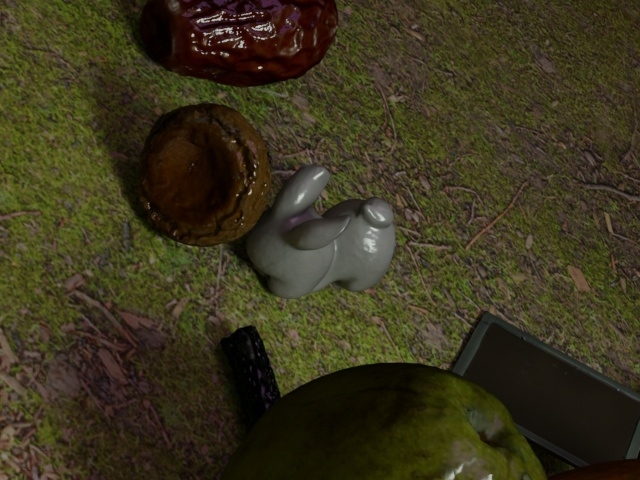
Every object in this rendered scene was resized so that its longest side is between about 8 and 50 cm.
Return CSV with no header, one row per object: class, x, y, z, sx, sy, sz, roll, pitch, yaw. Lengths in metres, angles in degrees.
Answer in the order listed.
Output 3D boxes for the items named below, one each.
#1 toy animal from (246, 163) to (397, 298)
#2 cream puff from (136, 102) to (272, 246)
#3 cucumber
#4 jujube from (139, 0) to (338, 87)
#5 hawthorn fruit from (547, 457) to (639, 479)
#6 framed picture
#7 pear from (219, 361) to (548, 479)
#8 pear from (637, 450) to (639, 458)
toy animal,0.007,-0.005,1.971,0.193,0.178,0.127,14,48,-43
cream puff,-0.126,-0.085,1.908,0.183,0.183,0.169,59,20,10
cucumber,-0.076,0.193,1.813,0.058,0.058,0.187,11,53,-43
jujube,-0.109,-0.307,2.106,0.290,0.197,0.197,-12,68,-36
hawthorn fruit,0.395,0.471,1.774,0.472,0.472,0.471,29,41,-29
framed picture,0.336,0.233,2.178,0.293,0.018,0.231,29,36,8
pear,0.057,0.296,1.566,0.352,0.413,0.352,27,40,-25
pear,0.558,0.339,2.263,0.197,0.197,0.197,29,41,-29
